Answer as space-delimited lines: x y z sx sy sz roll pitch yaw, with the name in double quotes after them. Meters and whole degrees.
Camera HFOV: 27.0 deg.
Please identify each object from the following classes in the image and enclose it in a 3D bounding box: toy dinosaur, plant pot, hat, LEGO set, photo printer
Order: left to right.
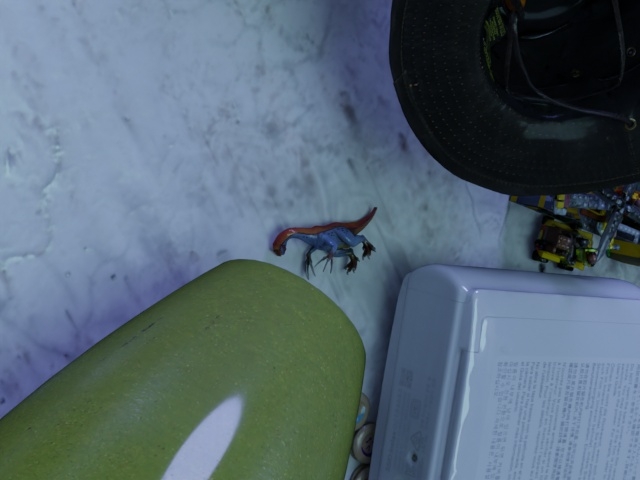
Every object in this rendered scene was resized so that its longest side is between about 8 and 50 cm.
-0.094 0.161 0.928 0.275 0.274 0.293 55 53 -29 "plant pot"
0.000 0.000 1.090 0.082 0.047 0.090 29 49 -27 "toy dinosaur"
0.193 0.154 1.196 0.307 0.107 0.256 4 96 -38 "photo printer"
0.209 -0.188 1.015 0.331 0.134 0.331 -2 127 -3 "hat"
0.325 -0.112 1.188 0.255 0.192 0.331 27 84 -35 "LEGO set"

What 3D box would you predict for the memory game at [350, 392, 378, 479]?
-0.017 0.202 1.120 0.186 0.012 0.186 -7 103 -34 "memory game"
